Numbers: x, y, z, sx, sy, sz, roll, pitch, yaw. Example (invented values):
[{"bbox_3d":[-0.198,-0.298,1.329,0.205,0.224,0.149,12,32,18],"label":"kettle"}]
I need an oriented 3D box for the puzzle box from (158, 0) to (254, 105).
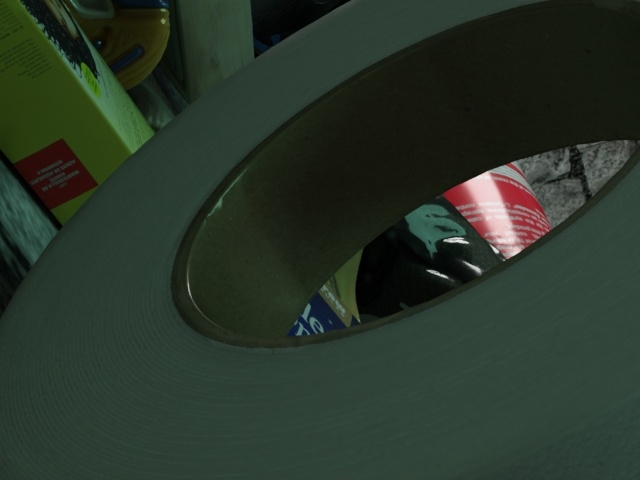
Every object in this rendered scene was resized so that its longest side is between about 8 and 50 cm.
[{"bbox_3d":[-0.138,-0.291,1.065,0.272,0.052,0.409,51,-18,26],"label":"puzzle box"}]

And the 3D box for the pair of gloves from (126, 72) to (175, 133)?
[{"bbox_3d":[-0.077,-0.024,1.276,0.240,0.042,0.204,59,7,-21],"label":"pair of gloves"}]

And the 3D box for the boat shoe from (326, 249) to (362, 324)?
[{"bbox_3d":[0.005,0.002,1.329,0.068,0.072,0.190,9,61,-82],"label":"boat shoe"}]

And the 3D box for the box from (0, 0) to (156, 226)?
[{"bbox_3d":[-0.136,-0.069,0.928,0.232,0.058,0.087,57,8,-42],"label":"box"}]

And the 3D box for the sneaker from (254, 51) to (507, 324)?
[{"bbox_3d":[0.013,-0.033,1.555,0.483,0.185,0.202,54,9,31],"label":"sneaker"}]

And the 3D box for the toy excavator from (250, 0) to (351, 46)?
[{"bbox_3d":[-0.037,-0.374,1.243,0.433,0.222,0.445,12,49,-56],"label":"toy excavator"}]

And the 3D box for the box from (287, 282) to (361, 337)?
[{"bbox_3d":[-0.001,0.084,1.173,0.136,0.036,0.225,51,19,-12],"label":"box"}]

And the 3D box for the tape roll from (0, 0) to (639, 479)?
[{"bbox_3d":[0.052,-0.004,0.671,0.072,0.392,0.392,58,7,-26],"label":"tape roll"}]

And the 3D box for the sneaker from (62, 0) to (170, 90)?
[{"bbox_3d":[-0.186,-0.218,1.049,0.131,0.112,0.296,-156,-137,-81],"label":"sneaker"}]

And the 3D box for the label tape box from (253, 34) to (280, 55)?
[{"bbox_3d":[-0.015,-0.245,1.439,0.240,0.333,0.106,33,-14,-15],"label":"label tape box"}]

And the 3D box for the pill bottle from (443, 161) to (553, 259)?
[{"bbox_3d":[0.168,0.088,1.895,0.229,0.229,0.407,56,9,-45],"label":"pill bottle"}]
